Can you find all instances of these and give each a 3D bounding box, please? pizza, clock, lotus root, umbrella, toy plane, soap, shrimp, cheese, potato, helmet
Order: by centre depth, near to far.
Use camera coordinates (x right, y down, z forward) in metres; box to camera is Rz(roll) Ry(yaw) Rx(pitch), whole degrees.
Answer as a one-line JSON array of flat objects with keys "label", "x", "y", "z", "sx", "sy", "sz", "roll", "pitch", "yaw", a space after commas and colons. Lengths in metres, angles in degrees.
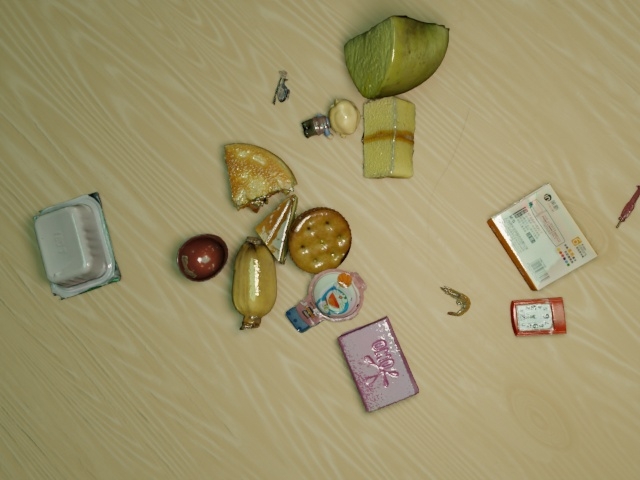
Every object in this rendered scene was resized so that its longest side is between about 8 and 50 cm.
[{"label": "clock", "x": 0.675, "y": 0.238, "z": 1.730, "sx": 0.155, "sy": 0.061, "sz": 0.113, "roll": -5, "pitch": 86, "yaw": 10}, {"label": "umbrella", "x": 0.967, "y": -0.108, "z": 1.731, "sx": 0.025, "sy": 0.027, "sz": 0.165, "roll": 32, "pitch": 89, "yaw": -4}, {"label": "potato", "x": 0.259, "y": -0.547, "z": 1.731, "sx": 0.280, "sy": 0.330, "sz": 0.212, "roll": -7, "pitch": 97, "yaw": -23}, {"label": "soap", "x": 0.182, "y": 0.391, "z": 1.768, "sx": 0.181, "sy": 0.081, "sz": 0.259, "roll": -22, "pitch": 84, "yaw": 5}, {"label": "shrimp", "x": 0.423, "y": 0.197, "z": 1.782, "sx": 0.114, "sy": 0.023, "sz": 0.083, "roll": 32, "pitch": 93, "yaw": 4}, {"label": "cheese", "x": 0.020, "y": 0.198, "z": 1.801, "sx": 0.286, "sy": 0.074, "sz": 0.189, "roll": -33, "pitch": 96, "yaw": 16}, {"label": "lotus root", "x": -0.216, "y": 0.138, "z": 1.811, "sx": 0.146, "sy": 0.131, "sz": 0.303, "roll": -2, "pitch": 85, "yaw": 30}, {"label": "helmet", "x": -0.379, "y": 0.056, "z": 1.848, "sx": 0.175, "sy": 0.106, "sz": 0.155, "roll": -38, "pitch": 85, "yaw": 1}, {"label": "pizza", "x": -0.223, "y": -0.197, "z": 1.857, "sx": 0.289, "sy": 0.081, "sz": 0.228, "roll": 26, "pitch": 83, "yaw": 9}, {"label": "toy plane", "x": -0.130, "y": -0.519, "z": 1.895, "sx": 0.049, "sy": 0.031, "sz": 0.120, "roll": 13, "pitch": 91, "yaw": 16}]

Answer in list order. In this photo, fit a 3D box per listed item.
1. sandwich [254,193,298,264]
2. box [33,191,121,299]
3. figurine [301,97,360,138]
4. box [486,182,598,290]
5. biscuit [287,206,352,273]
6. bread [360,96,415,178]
[{"label": "sandwich", "x": -0.104, "y": -0.036, "z": 1.816, "sx": 0.187, "sy": 0.117, "sz": 0.144, "roll": -43, "pitch": 84, "yaw": 1}, {"label": "box", "x": -0.865, "y": 0.018, "z": 1.912, "sx": 0.264, "sy": 0.106, "sz": 0.336, "roll": -18, "pitch": 85, "yaw": 5}, {"label": "figurine", "x": 0.037, "y": -0.391, "z": 1.841, "sx": 0.196, "sy": 0.108, "sz": 0.114, "roll": -19, "pitch": 73, "yaw": 23}, {"label": "box", "x": 0.685, "y": -0.010, "z": 1.728, "sx": 0.221, "sy": 0.091, "sz": 0.274, "roll": -29, "pitch": 83, "yaw": 3}, {"label": "biscuit", "x": 0.000, "y": 0.000, "z": 1.786, "sx": 0.220, "sy": 0.066, "sz": 0.220, "roll": -4, "pitch": 106, "yaw": -13}, {"label": "bread", "x": 0.228, "y": -0.332, "z": 1.803, "sx": 0.178, "sy": 0.142, "sz": 0.266, "roll": 0, "pitch": 88, "yaw": -8}]
